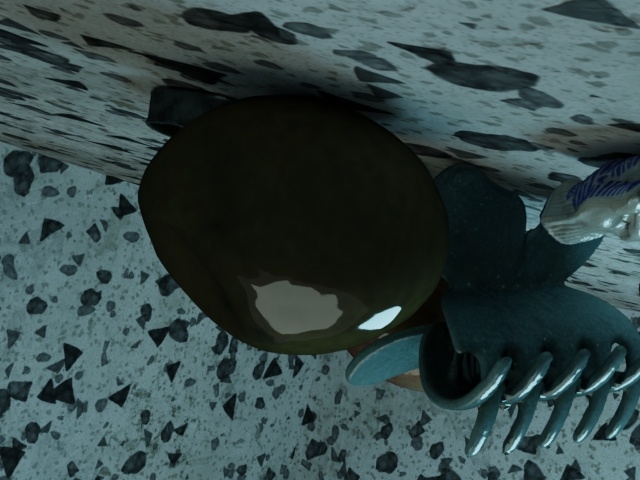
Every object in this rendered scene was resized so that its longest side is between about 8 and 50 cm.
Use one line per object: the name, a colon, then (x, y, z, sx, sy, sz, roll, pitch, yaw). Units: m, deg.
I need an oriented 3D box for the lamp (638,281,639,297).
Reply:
lamp: (0.616, 0.091, 1.827, 0.107, 0.092, 0.107, 7, -149, -4)

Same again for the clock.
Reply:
clock: (-0.112, -0.141, 1.330, 0.226, 0.049, 0.226, 13, 178, 1)

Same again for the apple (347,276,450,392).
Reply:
apple: (0.187, 0.088, 1.630, 0.344, 0.345, 0.269, 17, 179, -42)

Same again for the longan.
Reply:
longan: (-0.031, -0.023, 1.104, 0.350, 0.288, 0.288, 18, 180, 34)

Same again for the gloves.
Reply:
gloves: (0.296, -0.034, 0.980, 0.119, 0.097, 0.229, 4, -176, -24)

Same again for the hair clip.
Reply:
hair clip: (0.259, 0.129, 1.357, 0.318, 0.392, 0.238, 1, -141, -29)
